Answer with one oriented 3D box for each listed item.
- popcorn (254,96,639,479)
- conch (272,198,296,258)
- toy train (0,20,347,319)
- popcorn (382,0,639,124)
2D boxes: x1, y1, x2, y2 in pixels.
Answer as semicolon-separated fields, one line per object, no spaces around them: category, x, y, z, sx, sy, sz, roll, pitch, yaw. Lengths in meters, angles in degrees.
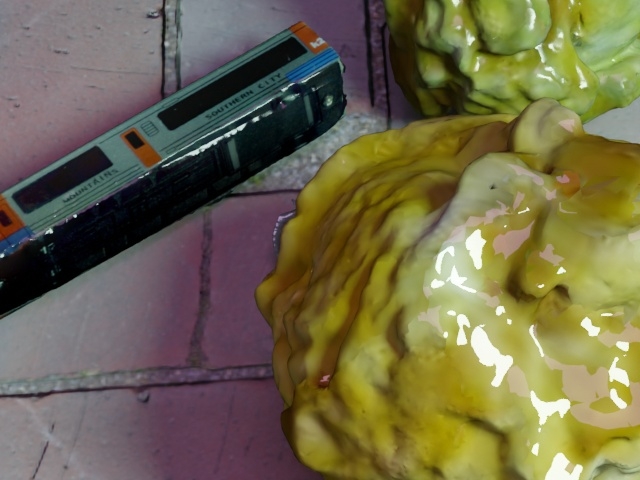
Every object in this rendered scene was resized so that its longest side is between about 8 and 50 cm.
popcorn;0.153;0.077;1.481;0.390;0.354;0.344;-1;67;57
conch;0.003;0.003;1.703;0.076;0.056;0.085;-51;43;-6
toy train;-0.162;-0.059;1.742;0.409;0.086;0.089;-31;57;-16
popcorn;0.183;-0.250;1.733;0.274;0.279;0.335;-21;43;42
